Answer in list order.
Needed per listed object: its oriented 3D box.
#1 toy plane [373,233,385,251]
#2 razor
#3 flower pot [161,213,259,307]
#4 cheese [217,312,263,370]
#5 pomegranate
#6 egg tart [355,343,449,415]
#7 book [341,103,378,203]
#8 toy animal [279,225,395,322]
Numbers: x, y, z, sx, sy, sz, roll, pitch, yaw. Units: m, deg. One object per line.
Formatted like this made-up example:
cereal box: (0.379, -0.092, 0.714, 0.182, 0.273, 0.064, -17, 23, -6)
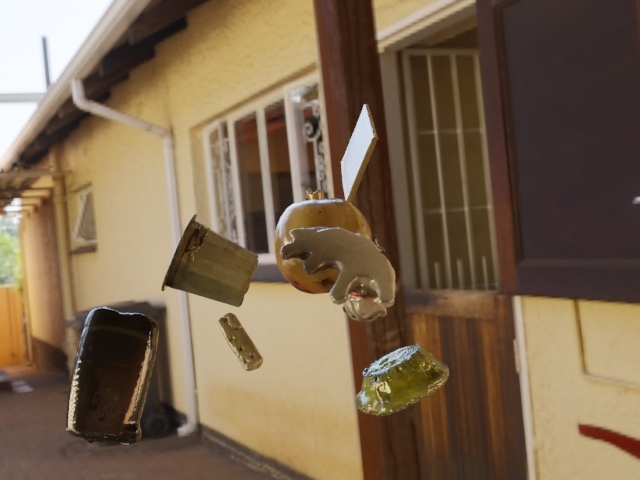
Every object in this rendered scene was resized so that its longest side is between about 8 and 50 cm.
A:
toy plane: (0.150, 0.022, 2.225, 0.083, 0.078, 0.031, 13, 15, -35)
razor: (-0.541, 0.354, 2.084, 0.205, 0.348, 0.113, 7, -18, -2)
flower pot: (-0.269, 0.061, 2.019, 0.203, 0.212, 0.212, 20, -4, -7)
cheese: (-0.231, 0.290, 2.292, 0.065, 0.194, 0.043, -25, -30, -18)
pomegranate: (0.000, 0.000, 2.378, 0.320, 0.318, 0.319, -5, 0, 0)
egg tart: (0.144, 0.254, 1.491, 0.197, 0.078, 0.197, -24, 3, 1)
book: (0.088, -0.210, 1.896, 0.018, 0.170, 0.241, 17, 25, -10)
toy animal: (0.051, 0.094, 2.149, 0.308, 0.266, 0.188, -2, -29, 9)
